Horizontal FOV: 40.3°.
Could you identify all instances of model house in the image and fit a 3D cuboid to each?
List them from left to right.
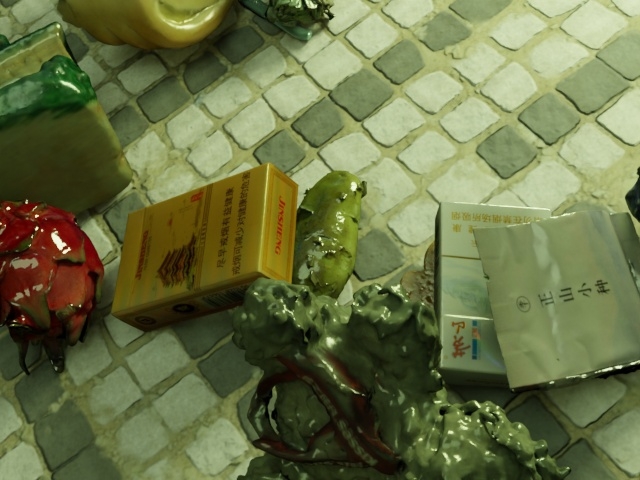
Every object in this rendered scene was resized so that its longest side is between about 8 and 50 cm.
[{"bbox_3d":[-0.542,-0.185,1.367,0.382,0.335,0.343,-27,58,-12],"label":"model house"}]

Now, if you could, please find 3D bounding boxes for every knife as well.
[{"bbox_3d":[-0.088,-0.397,1.528,0.210,0.015,0.028,38,84,31],"label":"knife"}]

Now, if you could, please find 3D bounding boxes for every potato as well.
[{"bbox_3d":[0.000,0.000,1.229,0.117,0.090,0.226,11,66,22],"label":"potato"}]

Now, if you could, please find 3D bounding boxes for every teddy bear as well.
[{"bbox_3d":[0.082,0.227,0.975,0.367,0.224,0.358,18,111,31],"label":"teddy bear"}]

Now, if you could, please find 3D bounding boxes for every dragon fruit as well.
[{"bbox_3d":[-0.408,0.059,1.260,0.193,0.274,0.192,-29,12,-29],"label":"dragon fruit"}]

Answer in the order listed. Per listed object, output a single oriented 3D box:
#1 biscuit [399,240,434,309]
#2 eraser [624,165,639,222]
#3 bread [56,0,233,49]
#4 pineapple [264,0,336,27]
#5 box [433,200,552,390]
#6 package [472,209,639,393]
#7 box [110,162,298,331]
[{"bbox_3d":[0.173,0.064,1.176,0.133,0.027,0.184,9,65,15],"label":"biscuit"},{"bbox_3d":[0.533,0.008,1.044,0.154,0.102,0.332,-25,59,-18],"label":"eraser"},{"bbox_3d":[-0.276,-0.469,1.522,0.270,0.211,0.316,10,72,13],"label":"bread"},{"bbox_3d":[-0.036,-0.495,1.465,0.262,0.262,0.272,-5,74,14],"label":"pineapple"},{"bbox_3d":[0.220,0.069,1.112,0.149,0.067,0.233,3,64,2],"label":"box"},{"bbox_3d":[0.303,0.070,1.054,0.250,0.062,0.204,-6,72,-23],"label":"package"},{"bbox_3d":[-0.164,0.013,1.232,0.274,0.076,0.174,-17,54,31],"label":"box"}]
